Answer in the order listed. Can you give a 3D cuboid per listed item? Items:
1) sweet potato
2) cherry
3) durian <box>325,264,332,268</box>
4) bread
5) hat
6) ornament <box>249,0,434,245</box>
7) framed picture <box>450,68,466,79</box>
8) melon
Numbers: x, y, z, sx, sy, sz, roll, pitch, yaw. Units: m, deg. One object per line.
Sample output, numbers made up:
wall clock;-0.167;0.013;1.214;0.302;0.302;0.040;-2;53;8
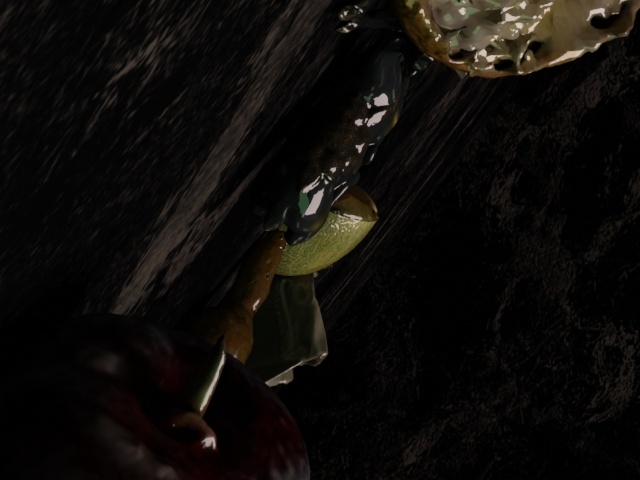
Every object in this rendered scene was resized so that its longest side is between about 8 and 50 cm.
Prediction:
sweet potato;-0.098;0.094;1.677;0.269;0.075;0.075;-53;176;-36
cherry;-0.137;0.167;1.074;0.296;0.218;0.255;-42;179;28
durian;-0.010;-0.003;2.051;0.130;0.052;0.066;-49;137;-58
bread;0.149;-0.226;1.077;0.274;0.149;0.274;-25;155;-12
hat;-0.102;0.118;1.877;0.245;0.149;0.214;-12;171;-17
ornament;0.025;-0.113;1.323;0.202;0.080;0.236;-53;178;-23
framed picture;0.225;-0.286;2.159;0.189;0.023;0.260;-52;175;6
melon;0.001;-0.005;1.816;0.128;0.079;0.160;-55;175;15
